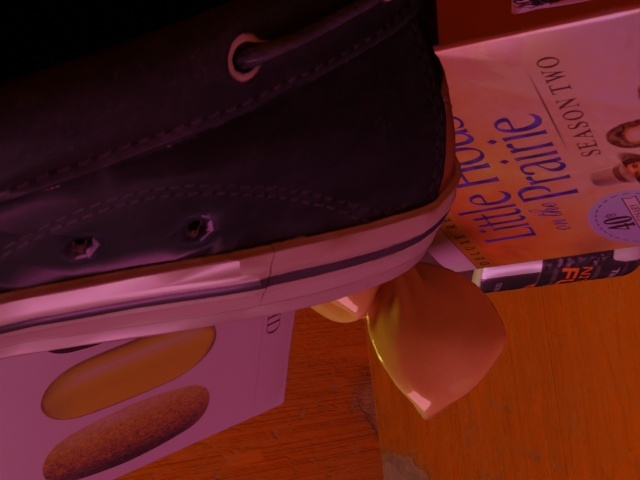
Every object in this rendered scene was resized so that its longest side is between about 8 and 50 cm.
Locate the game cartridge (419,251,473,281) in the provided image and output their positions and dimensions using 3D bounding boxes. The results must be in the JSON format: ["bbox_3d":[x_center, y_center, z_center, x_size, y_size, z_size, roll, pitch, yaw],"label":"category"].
[{"bbox_3d":[-0.071,-0.006,1.026,0.355,0.068,0.230,12,167,-14],"label":"game cartridge"}]

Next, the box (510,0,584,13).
[{"bbox_3d":[0.095,-0.133,0.389,0.087,0.058,0.232,-8,173,11],"label":"box"}]

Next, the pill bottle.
[{"bbox_3d":[0.276,-0.017,1.368,0.245,0.130,0.130,-7,174,-8],"label":"pill bottle"}]

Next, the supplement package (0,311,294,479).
[{"bbox_3d":[-0.144,0.032,0.563,0.244,0.139,0.134,-21,-136,-32],"label":"supplement package"}]

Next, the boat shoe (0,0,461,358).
[{"bbox_3d":[-0.167,-0.037,0.381,0.500,0.156,0.187,-12,-148,-28],"label":"boat shoe"}]

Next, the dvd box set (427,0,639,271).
[{"bbox_3d":[0.223,-0.082,0.655,0.420,0.062,0.307,-9,157,20],"label":"dvd box set"}]

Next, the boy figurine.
[{"bbox_3d":[-0.016,0.009,0.789,0.285,0.092,0.177,33,177,4],"label":"boy figurine"}]
